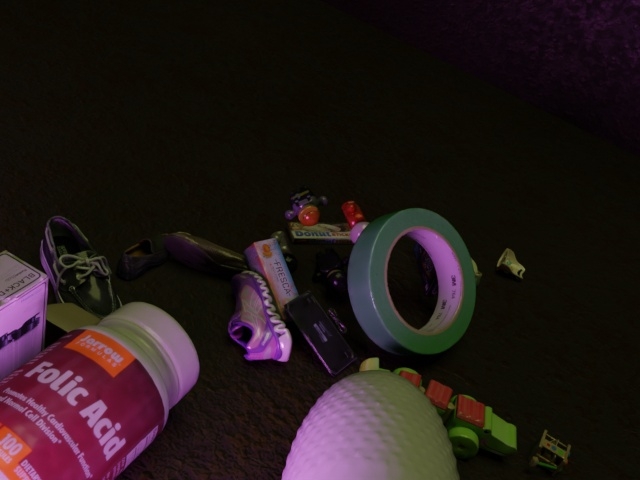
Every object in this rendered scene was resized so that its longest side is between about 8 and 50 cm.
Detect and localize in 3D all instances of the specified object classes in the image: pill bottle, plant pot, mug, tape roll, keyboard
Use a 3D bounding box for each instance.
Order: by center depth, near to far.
[{"bbox_3d":[-0.375,0.269,1.034,0.224,0.224,0.392,30,37,14],"label":"pill bottle"},{"bbox_3d":[0.113,0.405,1.090,0.374,0.276,0.328,46,25,-16],"label":"mug"},{"bbox_3d":[-0.461,0.174,1.231,0.109,0.109,0.096,27,23,10],"label":"plant pot"},{"bbox_3d":[0.007,0.190,1.439,0.108,0.023,0.180,-30,82,-40],"label":"keyboard"},{"bbox_3d":[0.207,0.092,1.504,0.321,0.077,0.321,8,76,-35],"label":"tape roll"}]

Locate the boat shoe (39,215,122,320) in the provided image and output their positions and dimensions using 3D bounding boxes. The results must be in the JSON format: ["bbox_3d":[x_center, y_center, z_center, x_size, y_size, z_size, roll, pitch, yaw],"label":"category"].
[{"bbox_3d":[-0.473,0.065,1.358,0.113,0.104,0.306,-9,45,-34],"label":"boat shoe"}]

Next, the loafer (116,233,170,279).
[{"bbox_3d":[-0.377,0.023,1.496,0.062,0.061,0.170,27,36,11],"label":"loafer"}]

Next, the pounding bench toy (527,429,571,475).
[{"bbox_3d":[0.455,0.434,1.355,0.065,0.052,0.083,31,37,15],"label":"pounding bench toy"}]

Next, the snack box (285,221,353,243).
[{"bbox_3d":[0.002,-0.019,1.762,0.178,0.022,0.064,0,41,-25],"label":"snack box"}]

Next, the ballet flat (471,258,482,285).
[{"bbox_3d":[0.382,0.054,1.819,0.057,0.052,0.168,-3,41,-28],"label":"ballet flat"}]

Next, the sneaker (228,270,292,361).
[{"bbox_3d":[-0.148,0.157,1.408,0.105,0.095,0.236,-11,46,-25],"label":"sneaker"}]

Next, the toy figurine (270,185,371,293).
[{"bbox_3d":[0.000,0.000,1.561,0.210,0.213,0.148,19,24,-24],"label":"toy figurine"}]

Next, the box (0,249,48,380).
[{"bbox_3d":[-0.512,0.176,1.038,0.087,0.289,0.169,29,38,12],"label":"box"}]

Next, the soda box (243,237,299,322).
[{"bbox_3d":[-0.101,0.089,1.477,0.063,0.058,0.183,-13,75,-37],"label":"soda box"}]

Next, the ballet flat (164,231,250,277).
[{"bbox_3d":[-0.226,0.038,1.526,0.250,0.084,0.058,22,49,-5],"label":"ballet flat"}]

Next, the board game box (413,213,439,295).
[{"bbox_3d":[0.286,0.034,1.738,0.026,0.126,0.186,11,37,-13],"label":"board game box"}]

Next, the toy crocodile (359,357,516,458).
[{"bbox_3d":[0.230,0.328,1.344,0.341,0.105,0.115,24,36,5],"label":"toy crocodile"}]

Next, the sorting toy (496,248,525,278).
[{"bbox_3d":[0.528,0.074,1.875,0.075,0.044,0.083,32,37,5],"label":"sorting toy"}]
